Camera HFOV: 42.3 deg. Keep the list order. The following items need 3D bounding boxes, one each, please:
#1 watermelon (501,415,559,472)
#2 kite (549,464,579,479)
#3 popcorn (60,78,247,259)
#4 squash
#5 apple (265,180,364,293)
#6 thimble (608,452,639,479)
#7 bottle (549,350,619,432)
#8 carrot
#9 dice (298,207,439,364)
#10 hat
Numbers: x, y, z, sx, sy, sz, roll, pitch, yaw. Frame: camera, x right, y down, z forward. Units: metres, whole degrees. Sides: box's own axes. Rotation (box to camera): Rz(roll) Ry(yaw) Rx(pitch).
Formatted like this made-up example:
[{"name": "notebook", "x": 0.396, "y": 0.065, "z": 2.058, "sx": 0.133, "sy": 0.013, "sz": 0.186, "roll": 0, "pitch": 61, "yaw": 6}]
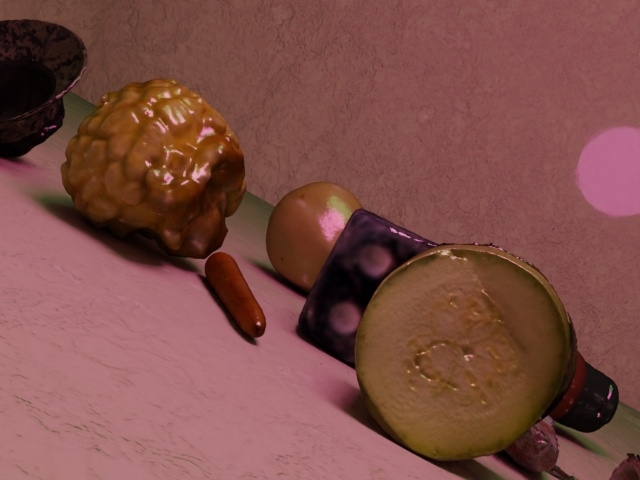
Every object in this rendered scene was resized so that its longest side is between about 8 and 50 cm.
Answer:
[{"name": "watermelon", "x": 0.218, "y": 0.219, "z": 0.954, "sx": 0.187, "sy": 0.071, "sz": 0.139, "roll": 35, "pitch": 7, "yaw": -26}, {"name": "kite", "x": 0.295, "y": 0.285, "z": 1.020, "sx": 0.090, "sy": 0.004, "sz": 0.122, "roll": 26, "pitch": 5, "yaw": -23}, {"name": "popcorn", "x": -0.196, "y": -0.081, "z": 1.029, "sx": 0.237, "sy": 0.206, "sz": 0.251, "roll": 42, "pitch": 5, "yaw": -41}, {"name": "squash", "x": 0.145, "y": 0.101, "z": 0.824, "sx": 0.220, "sy": 0.220, "sz": 0.133, "roll": 29, "pitch": 1, "yaw": 14}, {"name": "apple", "x": 0.000, "y": 0.000, "z": 1.382, "sx": 0.200, "sy": 0.200, "sz": 0.200, "roll": 28, "pitch": 4, "yaw": -2}, {"name": "thimble", "x": 0.308, "y": 0.259, "z": 0.753, "sx": 0.090, "sy": 0.102, "sz": 0.115, "roll": 28, "pitch": -3, "yaw": 4}, {"name": "bottle", "x": 0.323, "y": 0.195, "z": 1.334, "sx": 0.336, "sy": 0.144, "sz": 0.144, "roll": 28, "pitch": 4, "yaw": -7}, {"name": "carrot", "x": -0.099, "y": 0.060, "z": 0.961, "sx": 0.043, "sy": 0.043, "sz": 0.248, "roll": 26, "pitch": 6, "yaw": -22}, {"name": "dice", "x": 0.086, "y": 0.071, "z": 1.068, "sx": 0.182, "sy": 0.183, "sz": 0.181, "roll": 28, "pitch": 6, "yaw": 4}, {"name": "hat", "x": -0.432, "y": -0.192, "z": 1.156, "sx": 0.265, "sy": 0.265, "sz": 0.128, "roll": 31, "pitch": -28, "yaw": 33}]
